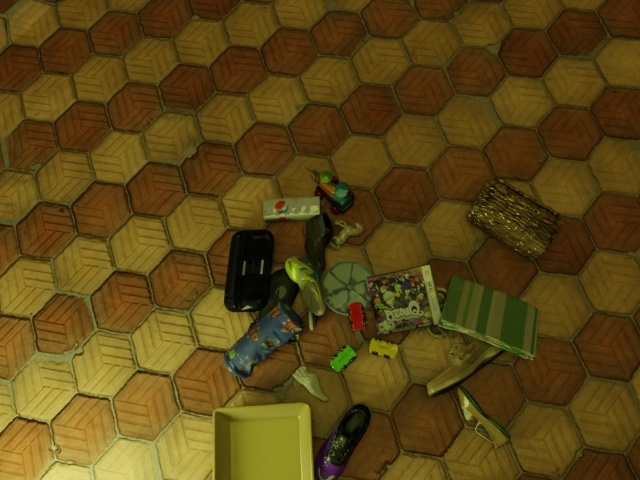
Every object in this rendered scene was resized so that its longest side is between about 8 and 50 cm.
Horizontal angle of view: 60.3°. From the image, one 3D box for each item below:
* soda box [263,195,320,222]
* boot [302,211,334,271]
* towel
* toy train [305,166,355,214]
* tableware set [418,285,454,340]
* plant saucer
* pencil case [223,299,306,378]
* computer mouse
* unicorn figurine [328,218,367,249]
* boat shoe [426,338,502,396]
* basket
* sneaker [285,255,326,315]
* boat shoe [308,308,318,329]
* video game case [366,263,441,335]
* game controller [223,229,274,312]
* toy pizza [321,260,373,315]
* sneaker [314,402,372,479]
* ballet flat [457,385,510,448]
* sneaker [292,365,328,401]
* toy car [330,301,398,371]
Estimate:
[{"bbox_3d":[-0.107,-0.117,2.081,0.215,0.069,0.074,-3,73,3],"label":"soda box"},{"bbox_3d":[0.000,0.000,1.991,0.106,0.082,0.219,-40,51,34],"label":"boot"},{"bbox_3d":[0.583,0.260,1.889,0.324,0.038,0.248,19,45,11],"label":"towel"},{"bbox_3d":[0.018,-0.221,2.064,0.105,0.143,0.248,-43,76,-10],"label":"toy train"},{"bbox_3d":[0.419,0.253,1.950,0.128,0.039,0.194,7,74,6],"label":"tableware set"},{"bbox_3d":[-0.186,0.718,1.829,0.332,0.081,0.333,-4,73,2],"label":"plant saucer"},{"bbox_3d":[-0.190,0.340,1.888,0.306,0.133,0.119,-43,43,8],"label":"pencil case"},{"bbox_3d":[-0.149,0.225,1.979,0.188,0.072,0.273,10,74,7],"label":"computer mouse"},{"bbox_3d":[0.089,-0.032,2.054,0.111,0.060,0.162,38,95,13],"label":"unicorn figurine"},{"bbox_3d":[0.484,0.406,1.866,0.341,0.122,0.110,-29,66,-17],"label":"boat shoe"},{"bbox_3d":[0.707,-0.112,1.951,0.299,0.213,0.223,35,79,12],"label":"basket"},{"bbox_3d":[-0.021,0.148,1.962,0.126,0.091,0.240,-16,67,-39],"label":"sneaker"},{"bbox_3d":[-0.022,0.250,1.976,0.040,0.049,0.142,-2,71,3],"label":"boat shoe"},{"bbox_3d":[0.294,0.208,1.927,0.231,0.042,0.211,-12,88,10],"label":"video game case"},{"bbox_3d":[-0.259,0.105,2.003,0.166,0.067,0.320,0,66,7],"label":"game controller"},{"bbox_3d":[0.103,0.174,1.998,0.201,0.032,0.202,-1,75,2],"label":"toy pizza"},{"bbox_3d":[0.068,0.660,1.795,0.102,0.146,0.293,30,77,12],"label":"sneaker"},{"bbox_3d":[0.524,0.591,1.826,0.073,0.080,0.232,-46,74,6],"label":"ballet flat"},{"bbox_3d":[-0.025,0.494,1.900,0.152,0.054,0.061,41,77,14],"label":"sneaker"},{"bbox_3d":[0.128,0.366,1.914,0.225,0.053,0.239,-44,68,5],"label":"toy car"}]
